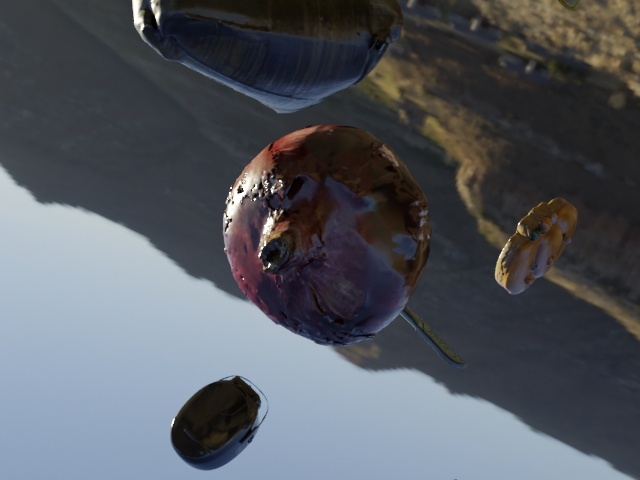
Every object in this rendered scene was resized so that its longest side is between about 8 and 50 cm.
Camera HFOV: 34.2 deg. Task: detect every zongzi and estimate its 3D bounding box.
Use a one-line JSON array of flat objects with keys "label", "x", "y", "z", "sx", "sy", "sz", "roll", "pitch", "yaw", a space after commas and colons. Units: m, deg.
[{"label": "zongzi", "x": -0.135, "y": -0.289, "z": 1.609, "sx": 0.403, "sy": 0.208, "sz": 0.432, "roll": -2, "pitch": 164, "yaw": -28}]

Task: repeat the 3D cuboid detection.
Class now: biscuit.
[{"label": "biscuit", "x": 0.338, "y": 0.008, "z": 1.587, "sx": 0.050, "sy": 0.170, "sz": 0.170, "roll": 39, "pitch": -174, "yaw": 27}]

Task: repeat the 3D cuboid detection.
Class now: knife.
[{"label": "knife", "x": 0.148, "y": 0.125, "z": 1.612, "sx": 0.210, "sy": 0.015, "sz": 0.028, "roll": 46, "pitch": -150, "yaw": 3}]

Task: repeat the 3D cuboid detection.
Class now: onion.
[{"label": "onion", "x": 0.000, "y": 0.000, "z": 1.152, "sx": 0.252, "sy": 0.252, "sz": 0.219, "roll": 26, "pitch": -158, "yaw": 15}]

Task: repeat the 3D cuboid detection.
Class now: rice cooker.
[{"label": "rice cooker", "x": -0.198, "y": 0.357, "z": 2.028, "sx": 0.142, "sy": 0.203, "sz": 0.118, "roll": 40, "pitch": 157, "yaw": 28}]

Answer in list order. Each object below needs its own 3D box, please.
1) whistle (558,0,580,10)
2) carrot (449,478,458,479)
[{"label": "whistle", "x": 0.315, "y": -0.325, "z": 1.218, "sx": 0.057, "sy": 0.046, "sz": 0.109, "roll": 24, "pitch": 136, "yaw": -20}, {"label": "carrot", "x": 0.112, "y": 0.376, "z": 1.241, "sx": 0.066, "sy": 0.314, "sz": 0.066, "roll": 8, "pitch": -136, "yaw": -8}]
